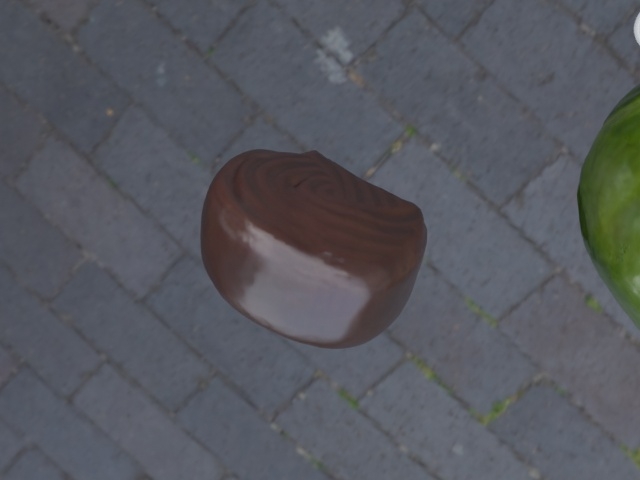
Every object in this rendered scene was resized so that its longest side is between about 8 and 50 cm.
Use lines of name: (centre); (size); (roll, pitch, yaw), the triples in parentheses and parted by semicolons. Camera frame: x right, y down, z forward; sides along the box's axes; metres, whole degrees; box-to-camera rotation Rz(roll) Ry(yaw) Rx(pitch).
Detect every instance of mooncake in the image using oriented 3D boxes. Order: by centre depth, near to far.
mooncake: (0.000, 0.000, 1.936); (0.326, 0.333, 0.174); (-121, 32, -41)

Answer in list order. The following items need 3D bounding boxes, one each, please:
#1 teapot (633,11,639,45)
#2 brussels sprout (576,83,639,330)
teapot: (0.414, -0.161, 1.258); (0.245, 0.159, 0.116); (33, 124, 16)
brussels sprout: (0.304, -0.042, 0.880); (0.271, 0.210, 0.219); (-41, 134, 5)
